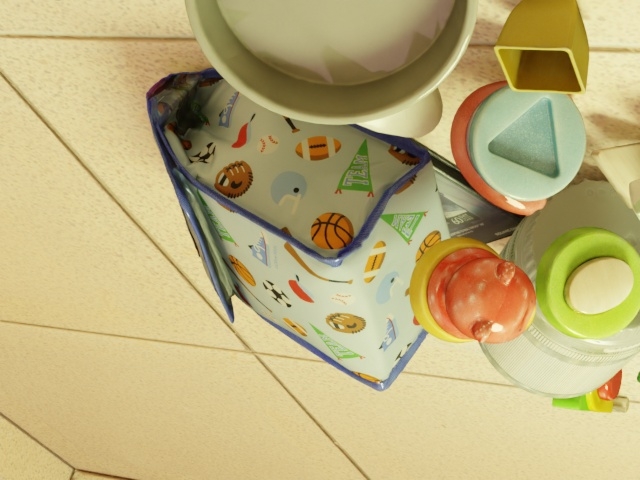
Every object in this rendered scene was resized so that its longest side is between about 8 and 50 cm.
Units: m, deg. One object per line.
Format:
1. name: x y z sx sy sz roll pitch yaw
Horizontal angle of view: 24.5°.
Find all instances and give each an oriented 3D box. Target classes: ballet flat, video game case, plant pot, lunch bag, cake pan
1. ballet flat: -0.004 -0.242 1.583 0.400 0.139 0.139 31 153 -20
2. video game case: 0.125 -0.065 1.984 0.274 0.026 0.196 29 154 -25
3. plant pot: 0.237 -0.209 1.527 0.081 0.083 0.081 6 153 26
4. lunch bag: -0.043 -0.026 1.891 0.385 0.239 0.328 31 157 29
5. cake pan: 0.011 -0.253 1.477 0.293 0.054 0.293 3 125 5

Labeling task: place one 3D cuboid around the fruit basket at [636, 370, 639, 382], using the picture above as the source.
1. fruit basket: 0.582 0.192 1.969 0.327 0.165 0.353 24 178 -12

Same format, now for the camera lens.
1. camera lens: 0.326 0.068 1.889 0.219 0.219 0.274 18 156 -2

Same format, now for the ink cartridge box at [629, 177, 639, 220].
1. ink cartridge box: 0.481 -0.045 1.647 0.225 0.056 0.181 -22 140 23

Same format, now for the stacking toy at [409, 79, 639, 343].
1. stacking toy: 0.266 -0.018 1.630 0.280 0.309 0.130 10 -178 -15

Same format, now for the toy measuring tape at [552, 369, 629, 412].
1. toy measuring tape: 0.430 0.211 2.312 0.121 0.121 0.330 4 175 28
